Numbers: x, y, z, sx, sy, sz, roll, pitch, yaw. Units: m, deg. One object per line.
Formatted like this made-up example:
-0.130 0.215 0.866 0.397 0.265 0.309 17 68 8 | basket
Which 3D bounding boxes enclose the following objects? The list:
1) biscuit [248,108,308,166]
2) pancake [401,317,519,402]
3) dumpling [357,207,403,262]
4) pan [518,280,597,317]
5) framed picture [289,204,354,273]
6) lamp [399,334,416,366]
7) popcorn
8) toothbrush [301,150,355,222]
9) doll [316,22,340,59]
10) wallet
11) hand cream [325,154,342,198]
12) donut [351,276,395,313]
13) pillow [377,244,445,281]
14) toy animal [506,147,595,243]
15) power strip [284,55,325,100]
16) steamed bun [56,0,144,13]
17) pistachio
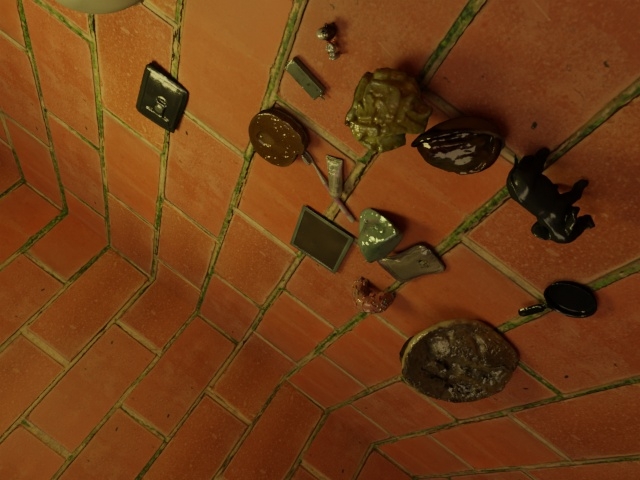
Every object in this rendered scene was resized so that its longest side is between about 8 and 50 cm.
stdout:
-0.129 -0.310 1.594 0.181 0.049 0.208 41 148 -6 | biscuit
0.467 0.413 1.804 0.386 0.082 0.387 3 124 5 | pancake
0.166 -0.015 1.630 0.149 0.105 0.216 40 149 -4 | dumpling
0.646 0.172 1.469 0.136 0.028 0.235 45 145 -11 | pan
0.000 0.000 1.901 0.217 0.017 0.274 34 148 5 | framed picture
0.393 0.448 1.965 0.185 0.161 0.161 38 149 -10 | lamp
0.149 -0.298 1.219 0.167 0.186 0.187 20 137 -18 | popcorn
0.026 -0.161 1.658 0.020 0.025 0.286 -7 128 49 | toothbrush
0.022 -0.467 1.250 0.058 0.040 0.085 8 135 58 | doll
-0.540 -0.475 1.795 0.168 0.052 0.245 38 146 -8 | wallet
0.044 -0.191 1.599 0.061 0.039 0.143 26 138 30 | hand cream
0.174 0.206 1.904 0.166 0.117 0.065 16 147 31 | donut
0.288 0.078 1.696 0.131 0.038 0.232 45 146 -18 | pillow
0.501 -0.087 1.164 0.245 0.146 0.115 35 147 2 | toy animal
-0.036 -0.418 1.389 0.136 0.019 0.051 44 146 -11 | power strip
-0.541 -0.704 1.248 0.373 0.334 0.334 9 139 46 | steamed bun
0.308 -0.213 1.205 0.210 0.131 0.165 7 171 25 | pistachio
